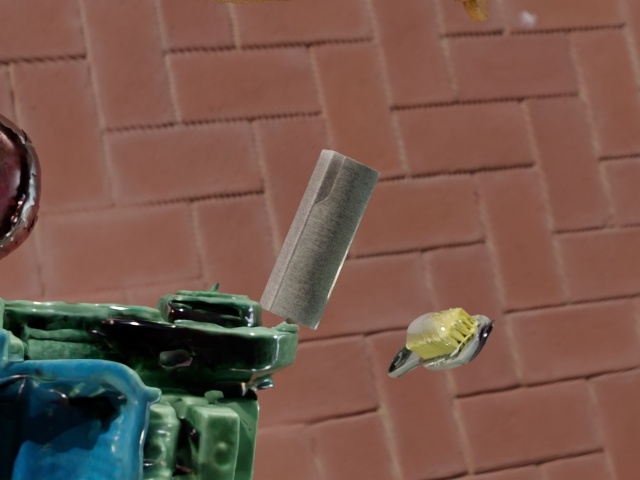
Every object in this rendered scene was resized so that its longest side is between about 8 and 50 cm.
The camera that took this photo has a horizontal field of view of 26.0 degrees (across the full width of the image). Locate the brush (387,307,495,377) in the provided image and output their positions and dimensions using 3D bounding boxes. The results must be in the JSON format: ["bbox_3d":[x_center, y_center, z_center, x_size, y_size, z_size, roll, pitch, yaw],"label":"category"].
[{"bbox_3d":[0.118,0.119,1.625,0.060,0.297,0.068,34,72,-7],"label":"brush"}]

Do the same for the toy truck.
[{"bbox_3d":[-0.076,0.048,0.365,0.154,0.078,0.080,6,90,-22],"label":"toy truck"}]

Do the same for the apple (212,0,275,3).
[{"bbox_3d":[-0.019,-0.320,0.622,0.400,0.400,0.333,21,36,-12],"label":"apple"}]

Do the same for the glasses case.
[{"bbox_3d":[0.000,0.000,1.646,0.071,0.047,0.205,24,88,-26],"label":"glasses case"}]

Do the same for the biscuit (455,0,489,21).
[{"bbox_3d":[0.193,-0.418,2.030,0.036,0.250,0.165,-13,48,20],"label":"biscuit"}]

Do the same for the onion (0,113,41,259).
[{"bbox_3d":[-0.391,-0.055,1.493,0.184,0.147,0.184,5,75,-19],"label":"onion"}]
